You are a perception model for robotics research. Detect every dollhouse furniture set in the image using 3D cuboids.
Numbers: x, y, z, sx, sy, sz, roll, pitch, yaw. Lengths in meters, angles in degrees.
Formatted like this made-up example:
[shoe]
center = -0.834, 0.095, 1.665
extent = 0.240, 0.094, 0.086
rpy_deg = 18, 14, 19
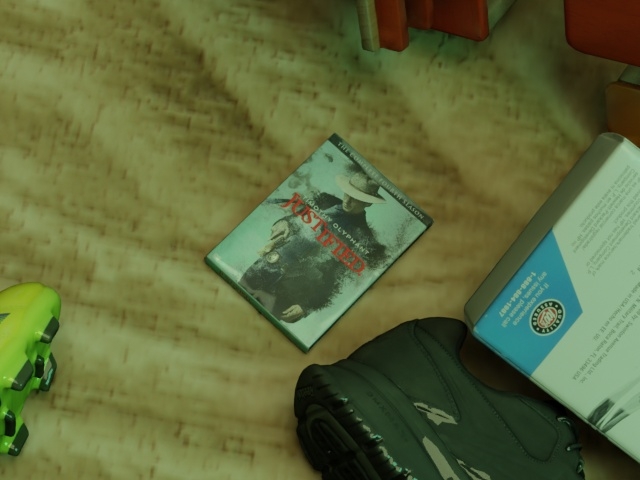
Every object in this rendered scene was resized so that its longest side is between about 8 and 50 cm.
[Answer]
[dollhouse furniture set]
center = 0.164, -0.144, 1.024
extent = 0.259, 0.262, 0.135
rpy_deg = 18, 45, 31

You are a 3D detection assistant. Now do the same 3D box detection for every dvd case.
[dvd case]
center = 0.000, 0.000, 1.073
extent = 0.087, 0.013, 0.119
rpy_deg = 43, 68, 9

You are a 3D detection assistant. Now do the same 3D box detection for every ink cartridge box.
[ink cartridge box]
center = 0.199, 0.050, 1.003
extent = 0.190, 0.082, 0.140
rpy_deg = 38, 96, -6

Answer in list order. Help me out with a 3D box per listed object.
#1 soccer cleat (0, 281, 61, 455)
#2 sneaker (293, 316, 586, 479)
[soccer cleat]
center = -0.250, 0.122, 0.945
extent = 0.121, 0.093, 0.289
rpy_deg = 31, 67, 12
[sneaker]
center = 0.114, 0.159, 0.982
extent = 0.130, 0.109, 0.286
rpy_deg = -33, 80, -29
